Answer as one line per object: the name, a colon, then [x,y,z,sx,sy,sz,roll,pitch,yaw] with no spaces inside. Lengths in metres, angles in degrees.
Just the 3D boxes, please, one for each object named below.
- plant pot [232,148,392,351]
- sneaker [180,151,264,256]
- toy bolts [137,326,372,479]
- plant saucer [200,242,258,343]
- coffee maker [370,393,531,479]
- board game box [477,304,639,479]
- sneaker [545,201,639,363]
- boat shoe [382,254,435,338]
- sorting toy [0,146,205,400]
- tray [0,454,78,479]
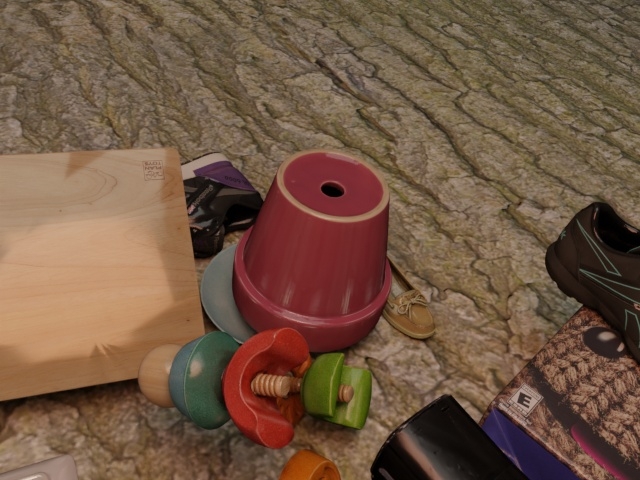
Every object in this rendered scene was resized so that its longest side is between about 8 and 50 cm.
plant pot: [0.000,0.000,0.779,0.201,0.180,0.201,8,42,-7]
sneaker: [-0.194,-0.026,0.874,0.124,0.107,0.283,42,50,20]
toy bolts: [-0.075,0.179,0.638,0.158,0.228,0.218,0,62,28]
plant saucer: [-0.058,0.076,0.844,0.194,0.037,0.195,7,44,-7]
coffee maker: [0.150,0.239,0.624,0.178,0.171,0.120,45,27,27]
board game box: [0.333,0.212,0.719,0.232,0.141,0.291,38,48,25]
sneaker: [0.363,0.066,0.700,0.101,0.106,0.267,-24,55,-35]
boat shoe: [0.104,0.067,0.884,0.056,0.048,0.153,-13,49,-26]
sorting toy: [-0.276,0.037,0.729,0.257,0.089,0.256,-6,78,-21]
tray: [-0.342,0.282,0.561,0.270,0.030,0.145,-12,49,-24]
